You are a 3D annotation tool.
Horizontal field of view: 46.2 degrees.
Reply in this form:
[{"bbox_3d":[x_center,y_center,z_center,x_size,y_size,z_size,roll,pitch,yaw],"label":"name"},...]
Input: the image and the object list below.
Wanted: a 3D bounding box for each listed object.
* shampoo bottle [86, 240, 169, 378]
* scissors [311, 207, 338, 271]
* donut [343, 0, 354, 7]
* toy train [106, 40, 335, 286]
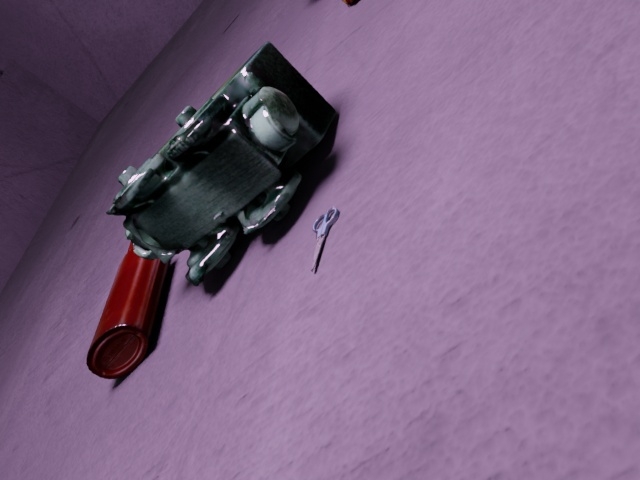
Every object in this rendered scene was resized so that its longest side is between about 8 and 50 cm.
[{"bbox_3d":[-0.259,0.073,1.054,0.102,0.064,0.260,-46,23,24],"label":"shampoo bottle"},{"bbox_3d":[0.000,0.000,0.739,0.036,0.006,0.083,-32,30,36],"label":"scissors"},{"bbox_3d":[0.070,-0.443,1.189,0.140,0.059,0.140,-41,22,21],"label":"donut"},{"bbox_3d":[-0.120,-0.090,0.924,0.299,0.167,0.238,-35,18,33],"label":"toy train"}]
